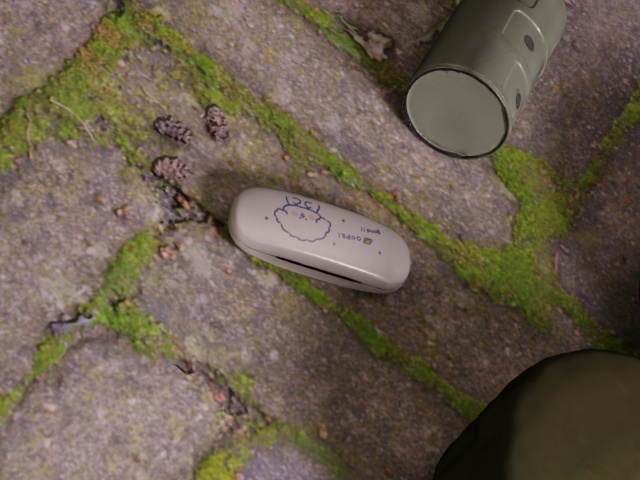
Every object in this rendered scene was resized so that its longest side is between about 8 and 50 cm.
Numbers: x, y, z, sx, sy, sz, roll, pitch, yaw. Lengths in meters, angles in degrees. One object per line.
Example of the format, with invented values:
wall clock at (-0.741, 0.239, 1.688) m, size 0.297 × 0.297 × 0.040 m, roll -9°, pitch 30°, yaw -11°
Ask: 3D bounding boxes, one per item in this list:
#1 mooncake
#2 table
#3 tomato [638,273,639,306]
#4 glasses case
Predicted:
mooncake at (0.264, 0.287, 1.550) m, size 0.356 × 0.194 × 0.356 m, roll 18°, pitch 50°, yaw -23°
table at (0.188, -0.204, 1.905) m, size 0.126 × 0.126 × 0.220 m, roll 34°, pitch 46°, yaw -3°
tomato at (0.469, 0.061, 1.808) m, size 0.270 × 0.222 × 0.270 m, roll 3°, pitch 74°, yaw -9°
glasses case at (0.000, 0.000, 1.702) m, size 0.197 × 0.049 × 0.076 m, roll 18°, pitch 51°, yaw -17°
